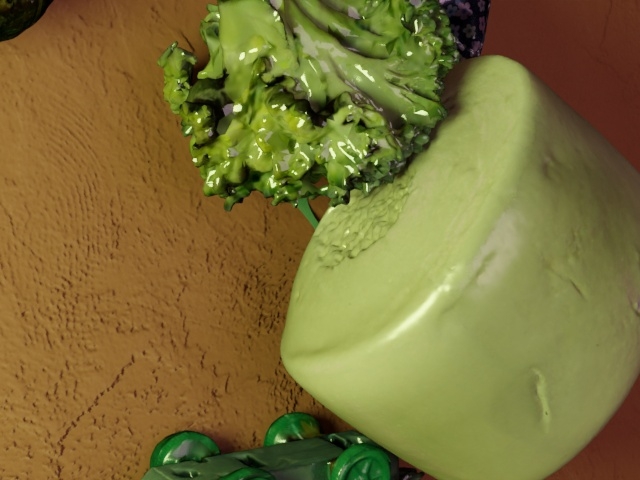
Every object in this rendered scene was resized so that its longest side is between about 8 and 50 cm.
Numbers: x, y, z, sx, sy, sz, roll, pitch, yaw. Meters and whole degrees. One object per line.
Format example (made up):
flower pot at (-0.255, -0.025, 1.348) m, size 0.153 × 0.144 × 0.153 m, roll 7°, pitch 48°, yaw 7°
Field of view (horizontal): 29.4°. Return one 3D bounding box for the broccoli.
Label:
broccoli at (-0.022, -0.186, 1.366) m, size 0.272 × 0.324 × 0.334 m, roll 35°, pitch 58°, yaw -18°

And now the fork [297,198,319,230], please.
fork at (-0.001, 0.000, 1.555) m, size 0.039 × 0.021 × 0.235 m, roll -27°, pitch 103°, yaw -27°

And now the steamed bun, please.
steamed bun at (0.209, 0.047, 1.394) m, size 0.371 × 0.290 × 0.455 m, roll 36°, pitch 73°, yaw -25°

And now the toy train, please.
toy train at (-0.056, 0.346, 1.414) m, size 0.429 × 0.178 × 0.249 m, roll -5°, pitch 101°, yaw -33°

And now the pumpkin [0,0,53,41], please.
pumpkin at (-0.361, -0.305, 1.191) m, size 0.238 × 0.159 × 0.237 m, roll 15°, pitch 62°, yaw -29°

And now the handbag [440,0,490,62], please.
handbag at (0.123, -0.340, 1.593) m, size 0.208 × 0.127 × 0.228 m, roll 17°, pitch 78°, yaw -25°
